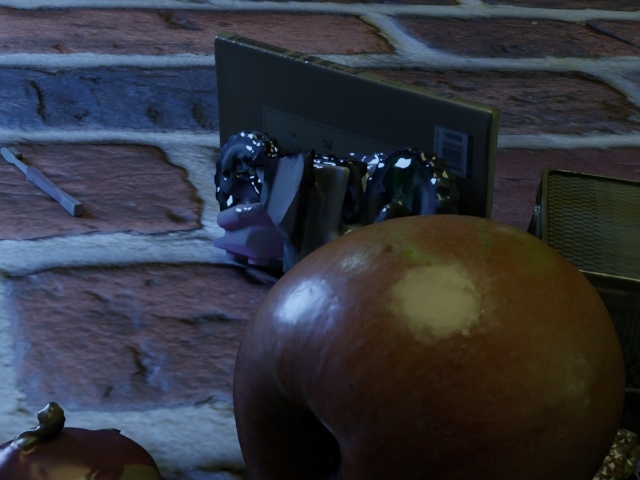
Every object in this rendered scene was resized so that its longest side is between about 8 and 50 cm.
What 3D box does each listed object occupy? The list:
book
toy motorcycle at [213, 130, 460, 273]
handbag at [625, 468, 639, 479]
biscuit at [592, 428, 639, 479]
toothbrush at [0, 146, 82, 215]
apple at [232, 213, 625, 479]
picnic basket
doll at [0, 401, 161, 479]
[{"bbox_3d":[0.027,-0.069,1.298,0.310,0.217,0.021,20,38,28],"label":"book"},{"bbox_3d":[0.000,0.000,1.224,0.143,0.188,0.327,-1,8,-40],"label":"toy motorcycle"},{"bbox_3d":[0.192,0.234,0.770,0.162,0.113,0.260,17,26,35],"label":"handbag"},{"bbox_3d":[0.119,0.152,1.019,0.231,0.025,0.131,17,38,24],"label":"biscuit"},{"bbox_3d":[-0.309,-0.068,1.466,0.017,0.014,0.194,-9,28,-33],"label":"toothbrush"},{"bbox_3d":[0.073,0.101,0.873,0.254,0.253,0.253,5,23,-2],"label":"apple"},{"bbox_3d":[0.260,0.049,1.177,0.165,0.139,0.266,9,24,6],"label":"picnic basket"},{"bbox_3d":[-0.098,0.207,0.715,0.256,0.196,0.152,24,-8,44],"label":"doll"}]
